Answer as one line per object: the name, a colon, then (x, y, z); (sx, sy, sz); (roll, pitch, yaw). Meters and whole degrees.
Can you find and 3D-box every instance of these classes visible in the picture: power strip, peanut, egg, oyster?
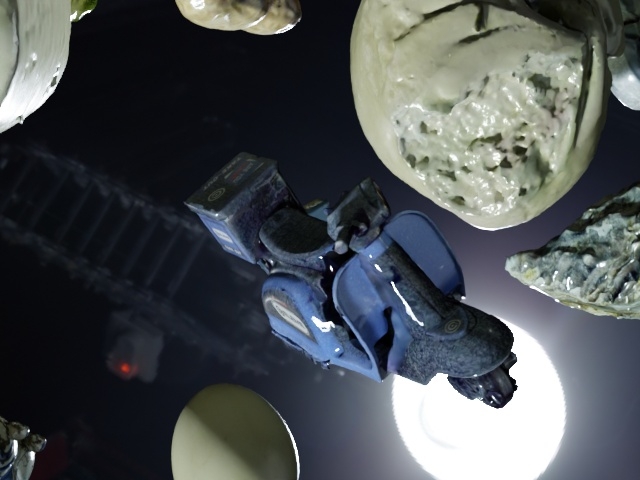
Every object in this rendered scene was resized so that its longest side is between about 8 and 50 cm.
power strip: (0.000, 0.000, 1.371); (0.056, 0.032, 0.123); (-34, -60, -28)
peanut: (-0.106, -0.316, 1.222); (0.227, 0.104, 0.086); (-12, -60, -61)
egg: (-0.129, 0.324, 1.386); (0.185, 0.242, 0.186); (-13, -44, -12)
oyster: (0.363, 0.000, 1.027); (0.350, 0.158, 0.162); (-21, 5, 42)

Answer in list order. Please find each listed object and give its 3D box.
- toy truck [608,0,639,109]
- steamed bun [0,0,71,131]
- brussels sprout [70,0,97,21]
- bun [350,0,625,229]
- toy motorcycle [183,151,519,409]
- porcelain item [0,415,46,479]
toy truck: (0.368, -0.115, 0.745); (0.206, 0.388, 0.173); (3, -19, -36)
steamed bun: (-0.410, -0.313, 0.868); (0.371, 0.289, 0.456); (-109, 14, -72)
brussels sprout: (-0.467, -0.512, 1.560); (0.259, 0.227, 0.295); (15, -95, -70)
bun: (0.126, -0.128, 0.644); (0.116, 0.209, 0.237); (167, 104, -63)
toy motorcycle: (0.023, 0.030, 0.805); (0.125, 0.358, 0.213); (-44, -61, -17)
porcelain item: (-0.506, 0.339, 1.349); (0.288, 0.138, 0.186); (123, 171, -70)
